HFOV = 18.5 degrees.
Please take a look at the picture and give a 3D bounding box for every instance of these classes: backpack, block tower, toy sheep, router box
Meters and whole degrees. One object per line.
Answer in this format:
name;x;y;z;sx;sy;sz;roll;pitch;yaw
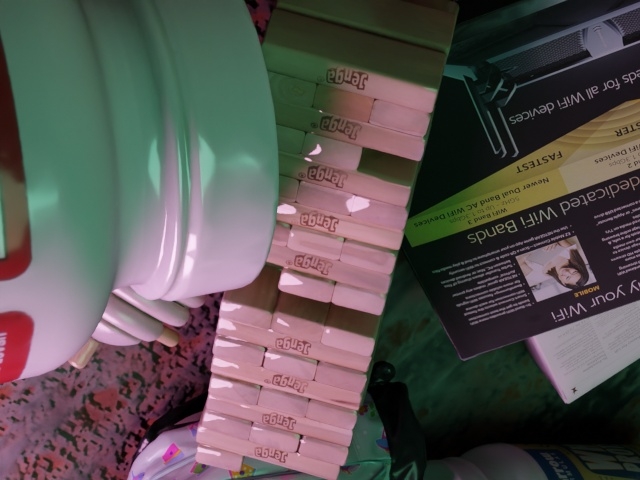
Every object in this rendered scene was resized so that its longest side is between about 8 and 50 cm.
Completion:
backpack;-0.030;0.162;1.233;0.182;0.115;0.152;-6;126;-19
block tower;0.000;0.000;1.079;0.097;0.091;0.335;15;137;1
toy sheep;-0.102;0.017;1.120;0.091;0.091;0.132;31;86;-37
router box;0.177;-0.081;1.133;0.309;0.081;0.243;-19;130;11

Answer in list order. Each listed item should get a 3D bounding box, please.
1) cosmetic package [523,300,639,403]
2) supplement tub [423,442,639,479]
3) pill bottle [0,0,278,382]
cosmetic package;0.233;-0.002;1.284;0.239;0.060;0.099;-32;129;-3
supplement tub;0.161;0.210;1.337;0.199;0.144;0.144;4;120;-28
pill bottle;-0.238;-0.032;0.926;0.407;0.229;0.229;-9;125;-21
